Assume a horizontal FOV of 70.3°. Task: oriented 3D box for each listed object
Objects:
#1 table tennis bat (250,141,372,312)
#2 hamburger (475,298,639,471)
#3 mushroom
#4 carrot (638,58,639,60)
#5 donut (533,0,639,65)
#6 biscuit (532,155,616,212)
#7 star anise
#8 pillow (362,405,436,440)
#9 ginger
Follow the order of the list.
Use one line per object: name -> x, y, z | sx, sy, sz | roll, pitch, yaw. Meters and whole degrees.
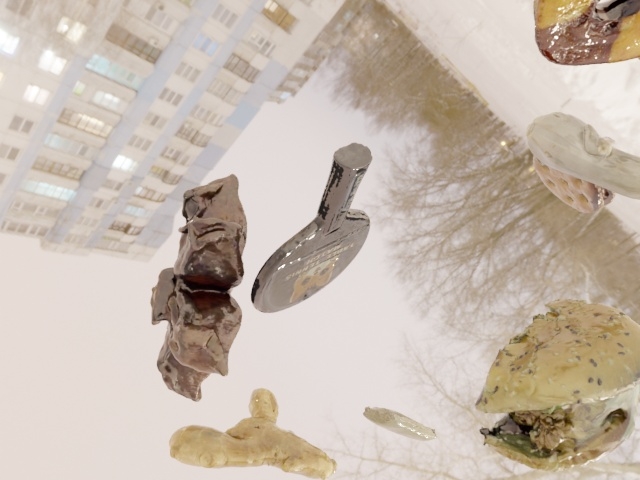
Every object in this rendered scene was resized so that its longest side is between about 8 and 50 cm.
table tennis bat -> 0.000, 0.000, 0.451 | 0.150, 0.236, 0.027 | -26, -115, -31
hamburger -> 0.387, 0.219, 0.701 | 0.287, 0.192, 0.168 | -32, -73, -28
mushroom -> 0.482, -0.134, 0.773 | 0.278, 0.099, 0.096 | 36, -144, 28
carrot -> 0.476, -0.261, 0.649 | 0.190, 0.037, 0.037 | 31, -153, -15
donut -> 0.343, -0.289, 0.531 | 0.166, 0.183, 0.074 | 55, -150, -50
biscuit -> 0.632, -0.163, 1.143 | 0.220, 0.066, 0.220 | 50, -175, -6
star anise -> -0.136, 0.053, 0.502 | 0.098, 0.214, 0.220 | 7, -134, -15
pillow -> 0.213, 0.493, 1.225 | 0.208, 0.119, 0.053 | 33, -111, -31
ginger -> -0.162, 0.531, 1.181 | 0.347, 0.122, 0.363 | 20, -172, 34
